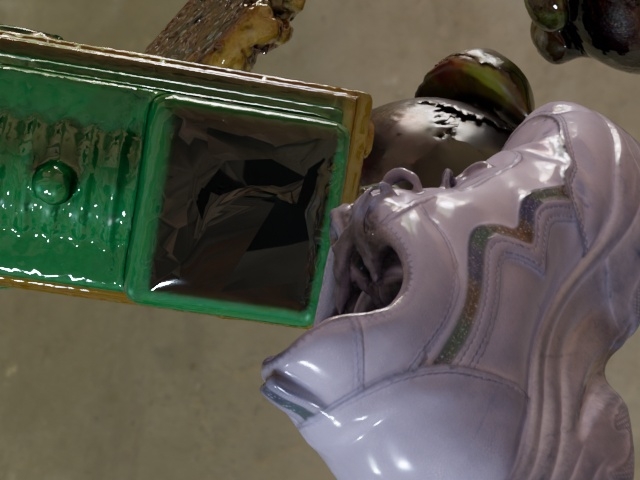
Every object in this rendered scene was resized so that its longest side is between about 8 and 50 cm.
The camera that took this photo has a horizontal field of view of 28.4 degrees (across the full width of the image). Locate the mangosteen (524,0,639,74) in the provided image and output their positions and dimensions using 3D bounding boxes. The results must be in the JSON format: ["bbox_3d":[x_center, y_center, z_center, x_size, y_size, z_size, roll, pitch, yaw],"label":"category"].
[{"bbox_3d":[0.411,-0.345,1.665,0.313,0.297,0.297,-48,52,19],"label":"mangosteen"}]

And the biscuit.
[{"bbox_3d":[-0.122,-0.254,1.583,0.289,0.081,0.334,-41,24,12],"label":"biscuit"}]

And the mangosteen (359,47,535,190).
[{"bbox_3d":[0.169,-0.024,1.635,0.421,0.381,0.381,-43,51,-9],"label":"mangosteen"}]

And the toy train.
[{"bbox_3d":[-0.139,-0.038,0.805,0.249,0.429,0.178,-137,56,-79],"label":"toy train"}]

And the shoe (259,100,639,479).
[{"bbox_3d":[0.059,0.013,0.499,0.095,0.137,0.245,-32,27,40],"label":"shoe"}]
